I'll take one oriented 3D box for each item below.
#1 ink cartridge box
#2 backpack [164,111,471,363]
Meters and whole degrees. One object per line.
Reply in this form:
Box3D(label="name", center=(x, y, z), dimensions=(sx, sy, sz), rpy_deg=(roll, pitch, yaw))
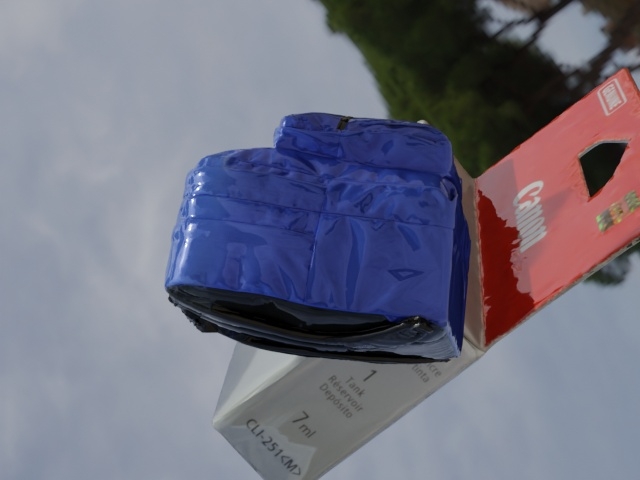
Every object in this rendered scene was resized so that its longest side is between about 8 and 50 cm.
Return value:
Box3D(label="ink cartridge box", center=(0.065, -0.008, 0.803), dimensions=(0.060, 0.239, 0.275), rpy_deg=(48, -164, -12))
Box3D(label="backpack", center=(0.000, 0.000, 0.629), dimensions=(0.098, 0.120, 0.101), rpy_deg=(63, -148, -69))
